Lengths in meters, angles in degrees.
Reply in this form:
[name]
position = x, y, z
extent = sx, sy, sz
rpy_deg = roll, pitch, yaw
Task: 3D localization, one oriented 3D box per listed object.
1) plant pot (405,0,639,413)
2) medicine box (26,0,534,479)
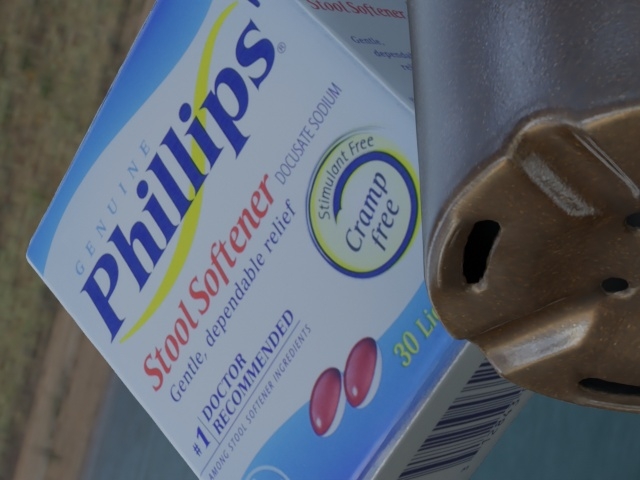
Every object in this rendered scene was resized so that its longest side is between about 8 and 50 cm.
[plant pot]
position = 0.094, -0.053, 0.401
extent = 0.167, 0.167, 0.165
rpy_deg = 118, 162, -49
[medicine box]
position = 0.000, 0.000, 0.873
extent = 0.289, 0.149, 0.263
rpy_deg = 46, 118, 27
